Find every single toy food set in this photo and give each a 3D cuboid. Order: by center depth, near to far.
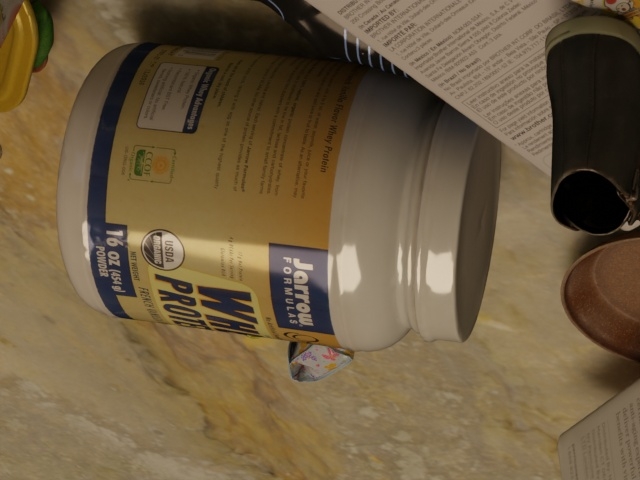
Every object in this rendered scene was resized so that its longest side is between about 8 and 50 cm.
[{"bbox_3d":[-0.269,-0.180,1.483,0.128,0.071,0.218,40,143,8],"label":"toy food set"}]

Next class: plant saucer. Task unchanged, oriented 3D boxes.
[{"bbox_3d":[0.311,0.046,1.571,0.199,0.036,0.198,12,145,8],"label":"plant saucer"}]

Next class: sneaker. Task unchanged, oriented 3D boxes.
[{"bbox_3d":[0.193,-0.036,1.160,0.083,0.118,0.222,-7,149,28],"label":"sneaker"},{"bbox_3d":[0.052,-0.165,1.357,0.232,0.081,0.090,32,146,-9],"label":"sneaker"}]

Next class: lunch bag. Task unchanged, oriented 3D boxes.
[{"bbox_3d":[-0.001,0.093,1.734,0.053,0.071,0.083,28,144,-19],"label":"lunch bag"}]

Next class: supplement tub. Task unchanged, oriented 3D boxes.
[{"bbox_3d":[-0.027,-0.034,1.434,0.316,0.228,0.228,7,144,14],"label":"supplement tub"}]

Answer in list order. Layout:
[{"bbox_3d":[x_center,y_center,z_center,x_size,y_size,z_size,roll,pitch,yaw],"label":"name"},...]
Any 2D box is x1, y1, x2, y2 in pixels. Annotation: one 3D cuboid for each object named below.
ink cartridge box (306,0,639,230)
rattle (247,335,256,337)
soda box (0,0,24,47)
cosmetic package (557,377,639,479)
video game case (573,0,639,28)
[{"bbox_3d":[0.164,-0.206,1.184,0.395,0.151,0.270,32,141,-23],"label":"ink cartridge box"},{"bbox_3d":[0.000,0.000,1.643,0.200,0.142,0.130,-27,160,26],"label":"rattle"},{"bbox_3d":[-0.246,-0.211,1.318,0.058,0.183,0.063,-2,140,25],"label":"soda box"},{"bbox_3d":[0.418,0.169,1.541,0.230,0.161,0.453,10,149,-23],"label":"cosmetic package"},{"bbox_3d":[0.146,-0.231,1.016,0.206,0.026,0.227,21,142,-6],"label":"video game case"}]
